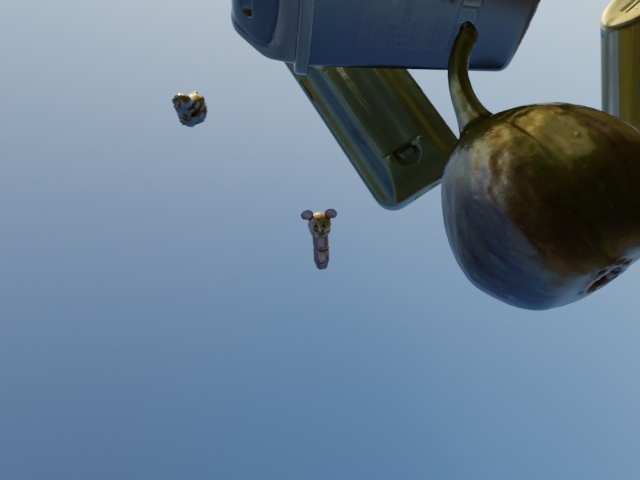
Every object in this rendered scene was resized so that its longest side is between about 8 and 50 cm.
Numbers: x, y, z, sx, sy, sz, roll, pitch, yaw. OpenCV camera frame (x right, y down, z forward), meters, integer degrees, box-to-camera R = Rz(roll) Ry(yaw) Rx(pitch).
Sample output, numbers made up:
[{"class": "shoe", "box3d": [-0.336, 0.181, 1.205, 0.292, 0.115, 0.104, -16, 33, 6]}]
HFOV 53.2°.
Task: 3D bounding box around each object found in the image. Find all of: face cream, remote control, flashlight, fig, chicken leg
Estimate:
[{"class": "face cream", "box3d": [0.472, -0.239, 0.955, 0.139, 0.067, 0.285, -41, -42, -11]}, {"class": "remote control", "box3d": [0.048, -0.202, 0.829, 0.335, 0.128, 0.065, 58, -173, 16]}, {"class": "flashlight", "box3d": [0.000, 0.000, 0.926, 0.052, 0.110, 0.031, -4, -139, 0]}, {"class": "fig", "box3d": [0.138, -0.072, 0.469, 0.149, 0.149, 0.245, 0, -125, -39]}, {"class": "chicken leg", "box3d": [-0.322, -0.327, 1.553, 0.069, 0.085, 0.198, 59, -178, 0]}]

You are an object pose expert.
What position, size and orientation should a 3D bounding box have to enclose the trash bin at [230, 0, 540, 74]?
[{"class": "trash bin", "box3d": [0.058, -0.272, 0.613, 0.290, 0.209, 0.182, 3, -127, -4]}]
